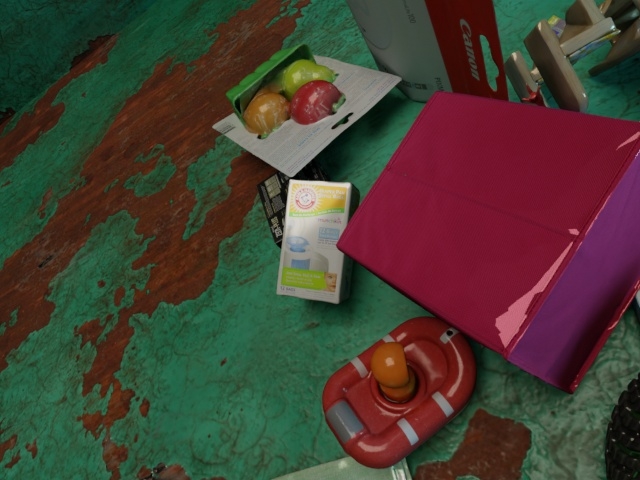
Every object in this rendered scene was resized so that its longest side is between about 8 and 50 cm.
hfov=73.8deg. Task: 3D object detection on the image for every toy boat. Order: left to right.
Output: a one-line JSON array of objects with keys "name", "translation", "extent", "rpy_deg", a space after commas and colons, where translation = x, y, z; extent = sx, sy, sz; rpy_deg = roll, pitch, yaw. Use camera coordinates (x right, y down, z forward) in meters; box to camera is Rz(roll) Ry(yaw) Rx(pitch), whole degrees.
[{"name": "toy boat", "translation": [0.108, 0.191, 0.594], "extent": [0.231, 0.151, 0.151], "rpy_deg": [-33, 49, -13]}]

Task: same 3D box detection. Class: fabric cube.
[{"name": "fabric cube", "translation": [0.233, -0.003, 0.544], "extent": [0.258, 0.254, 0.259], "rpy_deg": [33, 91, 48]}]

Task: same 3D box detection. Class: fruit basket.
[{"name": "fruit basket", "translation": [-0.044, -0.302, 0.983], "extent": [0.327, 0.165, 0.353], "rpy_deg": [-44, 53, -11]}]

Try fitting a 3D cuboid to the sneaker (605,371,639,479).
[{"name": "sneaker", "translation": [0.423, 0.175, 0.424], "extent": [0.146, 0.134, 0.343], "rpy_deg": [33, 103, 15]}]

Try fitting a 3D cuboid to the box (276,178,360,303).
[{"name": "box", "translation": [0.000, 0.000, 0.757], "extent": [0.114, 0.103, 0.202], "rpy_deg": [7, 89, 14]}]

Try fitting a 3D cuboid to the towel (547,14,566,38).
[{"name": "towel", "translation": [0.469, -0.413, 0.844], "extent": [0.060, 0.009, 0.083], "rpy_deg": [-37, 51, 8]}]

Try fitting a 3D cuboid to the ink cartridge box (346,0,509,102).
[{"name": "ink cartridge box", "translation": [0.184, -0.364, 0.792], "extent": [0.091, 0.308, 0.384], "rpy_deg": [-36, 52, 8]}]

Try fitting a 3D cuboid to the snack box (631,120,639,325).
[{"name": "snack box", "translation": [0.491, -0.031, 0.571], "extent": [0.187, 0.060, 0.321], "rpy_deg": [-15, 56, 26]}]

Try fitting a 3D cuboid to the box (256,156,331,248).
[{"name": "box", "translation": [-0.039, -0.077, 0.903], "extent": [0.147, 0.077, 0.180], "rpy_deg": [-31, 51, 10]}]

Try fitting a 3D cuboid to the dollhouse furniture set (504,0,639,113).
[{"name": "dollhouse furniture set", "translation": [0.510, -0.272, 0.558], "extent": [0.362, 0.394, 0.256], "rpy_deg": [-29, 90, 12]}]

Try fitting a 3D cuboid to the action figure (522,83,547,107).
[{"name": "action figure", "translation": [0.361, -0.127, 0.591], "extent": [0.091, 0.139, 0.280], "rpy_deg": [-55, 40, 1]}]

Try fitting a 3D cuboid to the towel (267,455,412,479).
[{"name": "towel", "translation": [0.041, 0.467, 0.562], "extent": [0.248, 0.038, 0.324], "rpy_deg": [-27, 53, 16]}]
